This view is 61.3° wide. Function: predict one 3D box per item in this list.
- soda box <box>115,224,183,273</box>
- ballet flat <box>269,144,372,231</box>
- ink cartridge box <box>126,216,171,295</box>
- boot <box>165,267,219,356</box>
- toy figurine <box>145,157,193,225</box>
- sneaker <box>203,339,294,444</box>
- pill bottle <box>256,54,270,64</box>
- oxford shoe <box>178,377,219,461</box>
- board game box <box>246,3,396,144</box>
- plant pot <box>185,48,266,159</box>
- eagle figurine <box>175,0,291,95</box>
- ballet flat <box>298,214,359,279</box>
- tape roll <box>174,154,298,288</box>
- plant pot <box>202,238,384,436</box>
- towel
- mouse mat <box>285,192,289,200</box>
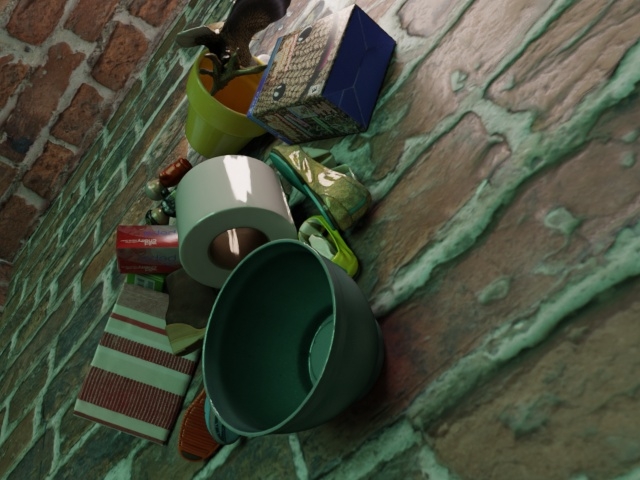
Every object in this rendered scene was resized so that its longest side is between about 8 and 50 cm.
[{"bbox_3d":[-0.355,0.020,1.313,0.083,0.264,0.092,-108,24,-45],"label":"soda box"},{"bbox_3d":[0.001,-0.132,1.126,0.123,0.123,0.348,-54,36,10],"label":"ballet flat"},{"bbox_3d":[-0.426,0.068,1.462,0.255,0.097,0.188,-72,3,-49],"label":"ink cartridge box"},{"bbox_3d":[-0.256,0.130,1.218,0.249,0.090,0.206,-24,60,22],"label":"boot"},{"bbox_3d":[-0.351,-0.085,1.425,0.148,0.209,0.213,-38,41,11],"label":"toy figurine"},{"bbox_3d":[-0.124,0.273,1.007,0.125,0.104,0.261,24,87,52],"label":"sneaker"},{"bbox_3d":[-0.201,-0.488,1.611,0.152,0.086,0.086,-10,60,48],"label":"pill bottle"},{"bbox_3d":[-0.213,0.323,1.116,0.271,0.097,0.098,-65,8,0],"label":"oxford shoe"},{"bbox_3d":[-0.004,-0.368,1.245,0.291,0.141,0.232,3,69,51],"label":"board game box"},{"bbox_3d":[-0.258,-0.354,1.480,0.239,0.254,0.253,-45,36,47],"label":"plant pot"},{"bbox_3d":[-0.205,-0.498,1.322,0.225,0.227,0.298,96,-176,-64],"label":"eagle figurine"},{"bbox_3d":[0.000,0.000,1.053,0.077,0.077,0.231,-53,36,11],"label":"ballet flat"},{"bbox_3d":[-0.182,-0.036,1.153,0.246,0.246,0.169,-43,43,24],"label":"tape roll"},{"bbox_3d":[-0.022,0.166,0.863,0.293,0.196,0.292,-22,57,38],"label":"plant pot"},{"bbox_3d":[-0.416,0.286,1.285,0.037,0.237,0.328,93,-165,-77],"label":"towel"},{"bbox_3d":[-0.154,-0.065,1.345,0.190,0.007,0.152,28,90,55],"label":"mouse mat"}]
